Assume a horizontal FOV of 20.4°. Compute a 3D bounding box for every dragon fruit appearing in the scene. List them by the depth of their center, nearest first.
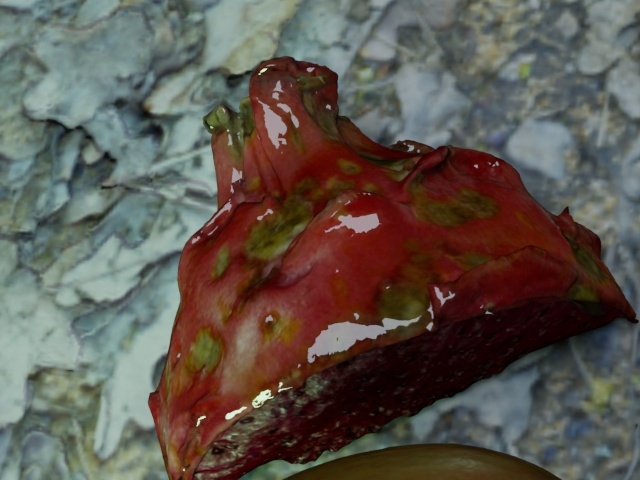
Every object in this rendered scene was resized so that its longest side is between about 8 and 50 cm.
[{"bbox_3d":[0.000,0.000,0.922,0.262,0.134,0.211,-27,60,3],"label":"dragon fruit"}]

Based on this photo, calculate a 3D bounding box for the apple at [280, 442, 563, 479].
[{"bbox_3d":[0.025,0.220,0.758,0.264,0.264,0.264,-6,67,13],"label":"apple"}]
